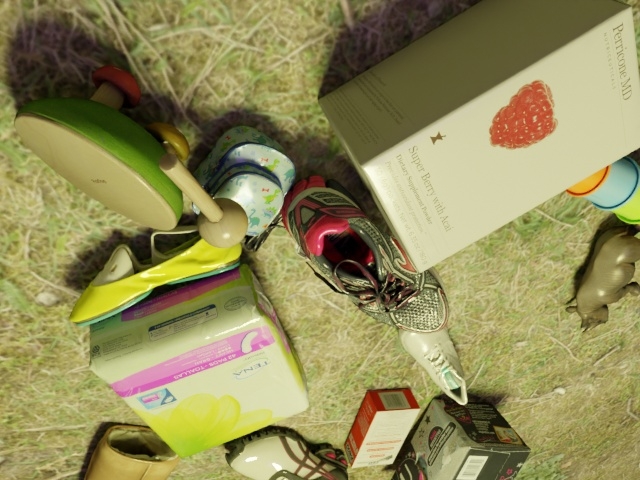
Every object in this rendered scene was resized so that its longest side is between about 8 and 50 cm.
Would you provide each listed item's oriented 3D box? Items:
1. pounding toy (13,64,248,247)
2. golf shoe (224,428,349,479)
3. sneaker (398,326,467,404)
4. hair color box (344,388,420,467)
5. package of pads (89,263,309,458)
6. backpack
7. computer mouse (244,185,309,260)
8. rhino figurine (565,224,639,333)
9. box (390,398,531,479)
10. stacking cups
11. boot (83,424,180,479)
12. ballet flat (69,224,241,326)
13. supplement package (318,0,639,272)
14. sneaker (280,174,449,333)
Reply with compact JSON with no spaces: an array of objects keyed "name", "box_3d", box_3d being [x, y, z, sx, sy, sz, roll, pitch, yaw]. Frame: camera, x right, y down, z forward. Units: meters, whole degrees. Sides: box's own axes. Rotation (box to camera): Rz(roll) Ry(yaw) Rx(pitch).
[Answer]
[{"name":"pounding toy","box_3d":[-0.179,-0.098,0.577,0.110,0.237,0.183,-61,157,-20]},{"name":"golf shoe","box_3d":[-0.046,0.431,1.031,0.273,0.120,0.105,26,116,-31]},{"name":"sneaker","box_3d":[0.207,0.209,0.964,0.080,0.094,0.212,-33,128,9]},{"name":"hair color box","box_3d":[0.114,0.359,1.072,0.093,0.053,0.167,3,123,-22]},{"name":"package of pads","box_3d":[-0.151,0.180,0.803,0.229,0.101,0.296,-20,138,-3]},{"name":"backpack","box_3d":[-0.087,-0.068,0.666,0.105,0.084,0.114,24,112,-35]},{"name":"computer mouse","box_3d":[0.000,0.000,0.775,0.193,0.042,0.106,25,107,-27]},{"name":"rhino figurine","box_3d":[0.497,0.072,0.974,0.106,0.073,0.243,-7,129,-18]},{"name":"box","box_3d":[0.264,0.457,1.118,0.163,0.142,0.247,13,109,-25]},{"name":"stacking cups","box_3d":[0.405,-0.085,0.809,0.316,0.096,0.096,14,120,-27]},{"name":"boot","box_3d":[-0.306,0.448,0.977,0.236,0.089,0.269,20,116,-30]},{"name":"ballet flat","box_3d":[-0.216,0.031,0.714,0.231,0.077,0.077,-21,108,-6]},{"name":"supplement package","box_3d":[0.179,-0.137,0.644,0.293,0.175,0.177,-31,128,5]},{"name":"sneaker","box_3d":[0.066,0.046,0.728,0.299,0.112,0.121,37,103,-30]}]
